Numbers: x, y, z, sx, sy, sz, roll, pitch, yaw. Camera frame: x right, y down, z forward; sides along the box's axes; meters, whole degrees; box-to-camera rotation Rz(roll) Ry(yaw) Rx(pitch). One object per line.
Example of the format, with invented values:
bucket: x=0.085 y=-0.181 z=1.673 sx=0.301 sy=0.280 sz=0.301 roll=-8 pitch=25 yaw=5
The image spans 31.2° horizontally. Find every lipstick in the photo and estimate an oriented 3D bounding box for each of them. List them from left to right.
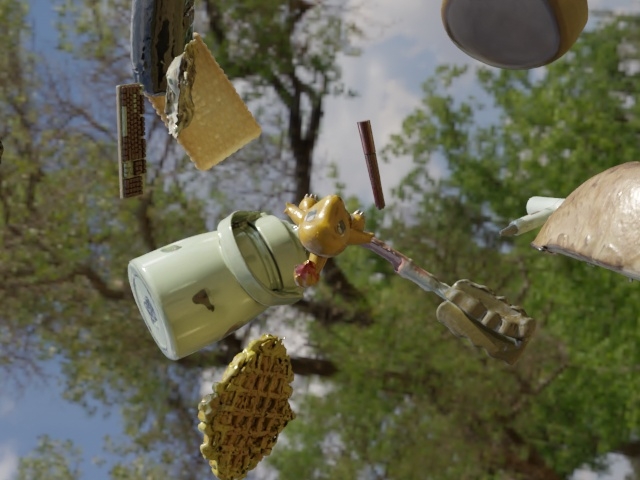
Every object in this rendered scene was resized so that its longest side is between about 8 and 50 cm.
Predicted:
lipstick: x=0.099 y=-0.144 z=2.204 sx=0.027 sy=0.027 sz=0.177 roll=-33 pitch=-67 yaw=-63

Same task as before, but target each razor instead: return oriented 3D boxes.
razor: x=-0.267 y=-0.426 z=2.006 sx=0.189 sy=0.107 sz=0.327 roll=-80 pitch=2 yaw=-65

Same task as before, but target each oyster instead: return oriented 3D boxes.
oyster: x=-0.232 y=-0.252 z=1.911 sx=0.108 sy=0.053 sz=0.166 roll=-114 pitch=29 yaw=-73

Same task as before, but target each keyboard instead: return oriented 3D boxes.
keyboard: x=-0.272 y=-0.144 z=1.665 sx=0.055 sy=0.017 sz=0.166 roll=-23 pitch=-64 yaw=-59

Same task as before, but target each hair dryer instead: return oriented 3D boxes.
hair dryer: x=0.364 y=-0.037 z=2.005 sx=0.183 sy=0.155 sz=0.044 roll=-15 pitch=-80 yaw=-22

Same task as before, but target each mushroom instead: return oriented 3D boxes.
mushroom: x=0.235 y=-0.011 z=0.853 sx=0.072 sy=0.210 sz=0.094 roll=26 pitch=-88 yaw=-28

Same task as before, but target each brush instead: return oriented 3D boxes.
brush: x=0.166 y=0.066 z=1.626 sx=0.071 sy=0.301 sz=0.084 roll=-45 pitch=-18 yaw=-44

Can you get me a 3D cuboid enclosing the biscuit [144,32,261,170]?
biscuit: x=-0.242 y=-0.273 z=2.274 sx=0.250 sy=0.160 sz=0.030 roll=55 pitch=-175 yaw=-22

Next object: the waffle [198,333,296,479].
waffle: x=-0.124 y=0.295 z=1.998 sx=0.254 sy=0.052 sz=0.245 roll=-48 pitch=-39 yaw=-37

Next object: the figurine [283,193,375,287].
figurine: x=-0.001 y=0.003 z=1.434 sx=0.176 sy=0.121 sz=0.122 roll=23 pitch=-91 yaw=-87

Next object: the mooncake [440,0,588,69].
mooncake: x=0.315 y=-0.382 z=1.819 sx=0.117 sy=0.234 sz=0.235 roll=-53 pitch=-35 yaw=-38

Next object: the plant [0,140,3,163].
plant: x=-0.587 y=-0.137 z=1.861 sx=0.143 sy=0.094 sz=0.092 roll=-35 pitch=-27 yaw=-61

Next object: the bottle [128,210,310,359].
bottle: x=-0.167 y=0.068 z=2.183 sx=0.351 sy=0.229 sz=0.229 roll=-23 pitch=-52 yaw=-18
